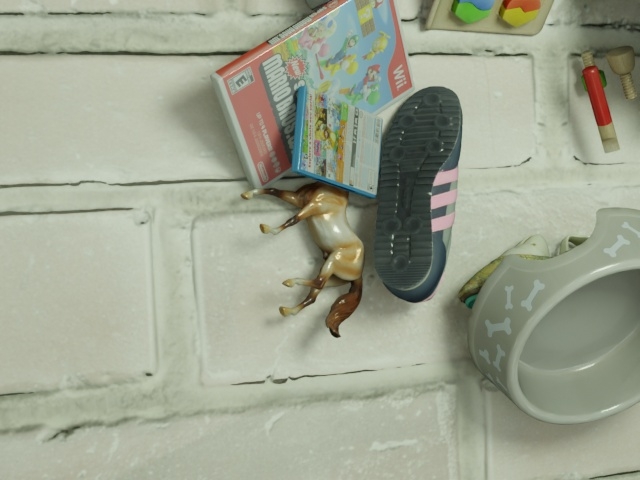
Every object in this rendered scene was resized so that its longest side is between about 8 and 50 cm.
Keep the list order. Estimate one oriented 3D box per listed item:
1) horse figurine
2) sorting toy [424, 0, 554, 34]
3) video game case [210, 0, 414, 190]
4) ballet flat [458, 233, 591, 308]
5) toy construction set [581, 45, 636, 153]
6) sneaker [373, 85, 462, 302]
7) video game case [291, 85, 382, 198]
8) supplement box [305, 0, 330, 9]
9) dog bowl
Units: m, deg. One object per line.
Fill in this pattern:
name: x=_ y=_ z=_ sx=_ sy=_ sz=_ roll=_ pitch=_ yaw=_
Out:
horse figurine: x=0.000 y=0.000 z=1.609 sx=0.174 sy=0.066 sz=0.263 roll=-21 pitch=94 yaw=-30
sorting toy: x=0.268 y=-0.377 z=1.656 sx=0.208 sy=0.038 sz=0.193 roll=-4 pitch=136 yaw=-22
video game case: x=-0.002 y=-0.215 z=1.572 sx=0.285 sy=0.025 sz=0.204 roll=-35 pitch=137 yaw=-16
ballet flat: x=0.358 y=0.045 z=1.734 sx=0.348 sy=0.123 sz=0.123 roll=1 pitch=91 yaw=-20
toy construction set: x=0.556 y=-0.212 z=1.745 sx=0.308 sy=0.257 sz=0.237 roll=-23 pitch=113 yaw=-5
sneaker: x=0.145 y=-0.062 z=1.661 sx=0.112 sy=0.131 sz=0.319 roll=7 pitch=70 yaw=21
video game case: x=0.025 y=-0.132 z=1.580 sx=0.166 sy=0.015 sz=0.119 roll=16 pitch=75 yaw=-47
supplement box: x=0.061 y=-0.430 z=1.599 sx=0.220 sy=0.111 sz=0.114 roll=-38 pitch=104 yaw=-15
dog bowl: x=0.390 y=0.122 z=1.650 sx=0.348 sy=0.102 sz=0.349 roll=-11 pitch=130 yaw=-13
